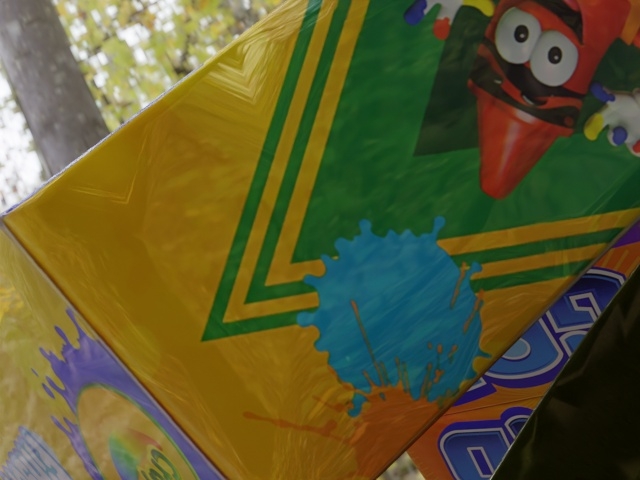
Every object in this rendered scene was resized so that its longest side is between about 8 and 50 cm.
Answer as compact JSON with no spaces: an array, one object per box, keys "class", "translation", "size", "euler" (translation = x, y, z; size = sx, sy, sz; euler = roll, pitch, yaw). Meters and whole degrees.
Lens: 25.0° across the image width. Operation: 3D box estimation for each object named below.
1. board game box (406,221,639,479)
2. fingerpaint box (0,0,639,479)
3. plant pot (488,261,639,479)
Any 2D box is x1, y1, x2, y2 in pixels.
[{"class":"board game box","translation":[0.269,0.041,1.438],"size":[0.356,0.356,0.356],"euler":[-17,-64,38]},{"class":"fingerpaint box","translation":[0.000,0.000,0.742],"size":[0.371,0.163,0.445],"euler":[-41,-1,-24]},{"class":"plant pot","translation":[0.261,0.186,0.639],"size":[0.366,0.353,0.366],"euler":[-56,-4,-5]}]
